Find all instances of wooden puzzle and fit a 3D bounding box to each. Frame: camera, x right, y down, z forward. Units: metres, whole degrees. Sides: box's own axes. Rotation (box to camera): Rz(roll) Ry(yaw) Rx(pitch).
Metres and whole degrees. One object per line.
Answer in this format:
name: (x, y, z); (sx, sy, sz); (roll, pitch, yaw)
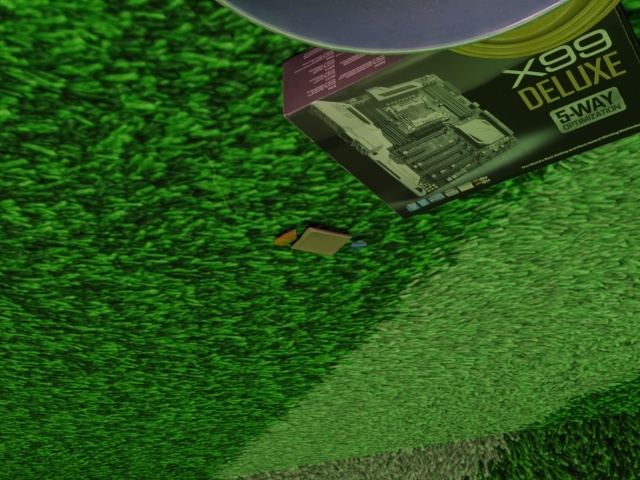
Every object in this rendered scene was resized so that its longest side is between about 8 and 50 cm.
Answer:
wooden puzzle: (0.000, 0.000, 1.069); (0.116, 0.014, 0.078); (15, 150, -30)

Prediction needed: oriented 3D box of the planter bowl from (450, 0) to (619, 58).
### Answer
planter bowl: (0.132, -0.211, 0.534); (0.217, 0.090, 0.217); (7, 131, 8)

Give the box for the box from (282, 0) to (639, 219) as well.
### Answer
box: (0.154, -0.149, 0.747); (0.307, 0.076, 0.242); (-20, 146, 28)

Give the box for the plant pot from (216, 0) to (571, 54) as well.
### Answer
plant pot: (0.042, -0.271, 0.379); (0.290, 0.195, 0.290); (-1, 146, 0)
